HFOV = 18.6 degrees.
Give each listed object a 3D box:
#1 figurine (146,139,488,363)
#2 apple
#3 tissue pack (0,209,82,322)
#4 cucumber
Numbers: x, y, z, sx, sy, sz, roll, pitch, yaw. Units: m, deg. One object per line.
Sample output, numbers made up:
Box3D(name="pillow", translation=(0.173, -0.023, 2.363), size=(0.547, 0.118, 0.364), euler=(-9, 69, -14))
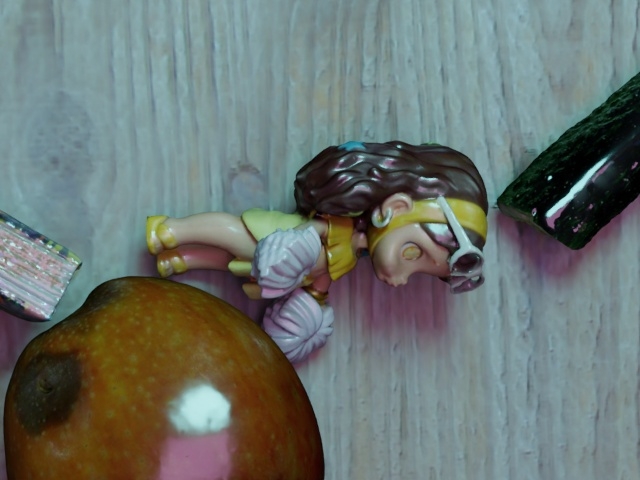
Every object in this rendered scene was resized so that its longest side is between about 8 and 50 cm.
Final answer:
Box3D(name="figurine", translation=(0.002, -0.001, 1.380), size=(0.240, 0.175, 0.116), euler=(-15, 65, 0))
Box3D(name="apple", translation=(-0.111, 0.136, 1.316), size=(0.230, 0.230, 0.230), euler=(-1, 92, -13))
Box3D(name="tissue pack", translation=(-0.243, 0.000, 1.335), size=(0.148, 0.108, 0.060), euler=(31, 83, -13))
Box3D(name="cucumber", translation=(0.241, -0.083, 1.462), size=(0.241, 0.074, 0.074), euler=(-41, 100, -10))
